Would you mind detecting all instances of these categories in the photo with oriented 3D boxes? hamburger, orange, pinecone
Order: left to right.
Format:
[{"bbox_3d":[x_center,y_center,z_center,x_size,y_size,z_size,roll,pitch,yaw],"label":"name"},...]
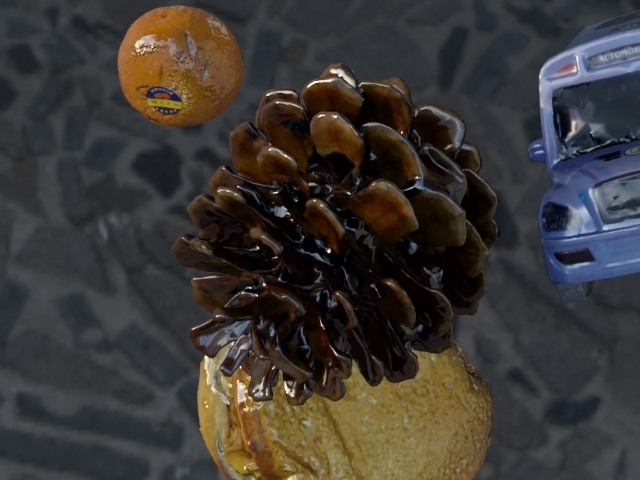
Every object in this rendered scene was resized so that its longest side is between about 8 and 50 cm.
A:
[{"bbox_3d":[-0.147,-0.189,1.741,0.135,0.136,0.118,19,55,11],"label":"orange"},{"bbox_3d":[0.001,0.008,0.825,0.163,0.163,0.165,27,46,19],"label":"pinecone"},{"bbox_3d":[0.030,0.157,1.651,0.314,0.290,0.170,-32,11,-32],"label":"hamburger"}]

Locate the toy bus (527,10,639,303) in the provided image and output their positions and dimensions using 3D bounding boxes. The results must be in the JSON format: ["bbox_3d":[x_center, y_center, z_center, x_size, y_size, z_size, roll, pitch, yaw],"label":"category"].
[{"bbox_3d":[0.192,-0.063,0.928,0.125,0.133,0.292,-13,10,17],"label":"toy bus"}]
